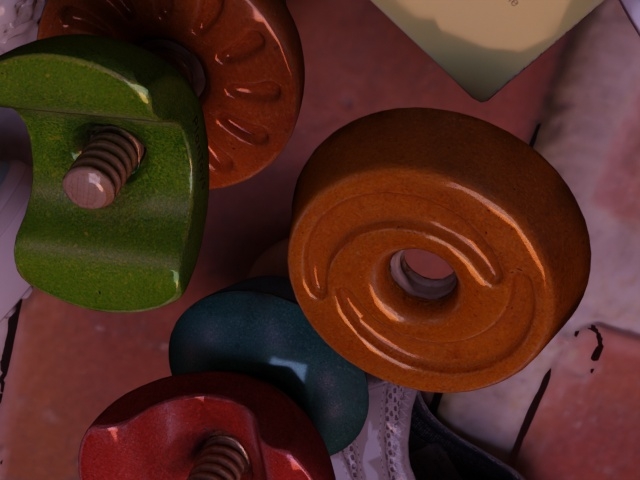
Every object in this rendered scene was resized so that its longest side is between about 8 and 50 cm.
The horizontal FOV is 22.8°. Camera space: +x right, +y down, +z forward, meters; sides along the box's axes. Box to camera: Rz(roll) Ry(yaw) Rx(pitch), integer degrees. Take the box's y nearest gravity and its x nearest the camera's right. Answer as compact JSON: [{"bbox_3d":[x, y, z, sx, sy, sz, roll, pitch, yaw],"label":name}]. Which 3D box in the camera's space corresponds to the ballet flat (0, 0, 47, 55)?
[{"bbox_3d":[-0.290,-0.078,0.613,0.408,0.147,0.147,-6,120,8],"label":"ballet flat"}]

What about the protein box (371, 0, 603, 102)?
[{"bbox_3d":[0.057,-0.197,0.505,0.200,0.136,0.201,41,116,-18],"label":"protein box"}]

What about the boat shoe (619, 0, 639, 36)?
[{"bbox_3d":[0.164,-0.066,0.630,0.040,0.049,0.142,-36,119,16],"label":"boat shoe"}]

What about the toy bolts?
[{"bbox_3d":[0.000,0.000,0.605,0.218,0.158,0.229,10,127,15],"label":"toy bolts"}]

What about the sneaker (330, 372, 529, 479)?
[{"bbox_3d":[0.074,0.166,0.738,0.115,0.105,0.281,-32,113,21],"label":"sneaker"}]

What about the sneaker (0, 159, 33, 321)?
[{"bbox_3d":[-0.285,0.031,0.669,0.365,0.135,0.150,-24,119,16],"label":"sneaker"}]
